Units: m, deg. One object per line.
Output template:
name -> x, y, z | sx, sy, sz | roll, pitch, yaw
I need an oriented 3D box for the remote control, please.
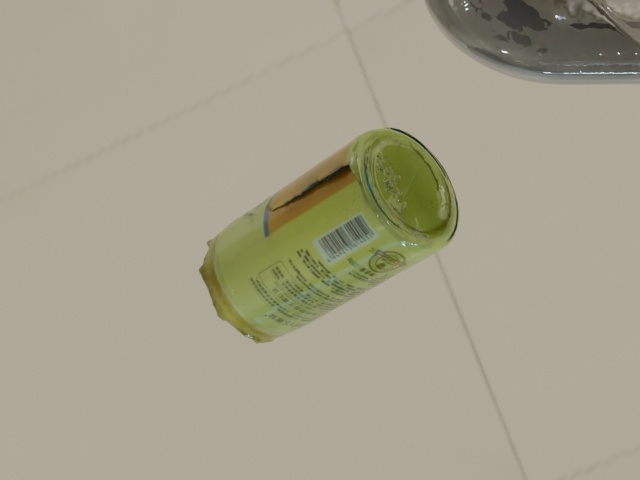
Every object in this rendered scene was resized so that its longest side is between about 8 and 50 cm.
remote control -> 0.252, -0.222, 1.391 | 0.332, 0.103, 0.221 | -2, 48, -8

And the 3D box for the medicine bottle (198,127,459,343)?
medicine bottle -> 0.000, 0.000, 1.374 | 0.239, 0.124, 0.124 | -30, 57, 39
